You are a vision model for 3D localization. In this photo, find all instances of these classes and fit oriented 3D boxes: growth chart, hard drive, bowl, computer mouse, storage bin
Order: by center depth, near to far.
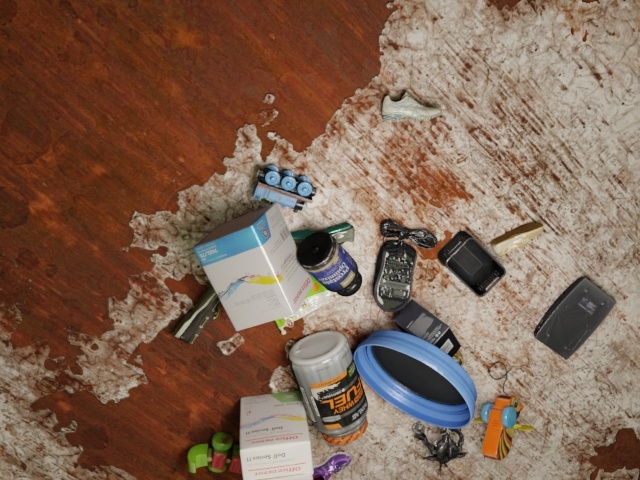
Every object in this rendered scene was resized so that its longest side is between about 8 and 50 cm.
[{"bbox_3d":[0.284,0.415,1.714,0.391,0.391,0.077,48,57,-17],"label":"bowl"},{"bbox_3d":[0.238,0.086,1.755,0.188,0.072,0.272,16,91,-10],"label":"computer mouse"},{"bbox_3d":[-0.062,0.165,1.757,0.237,0.021,0.172,-32,106,1],"label":"growth chart"},{"bbox_3d":[0.469,0.073,1.769,0.180,0.084,0.122,42,97,-15],"label":"storage bin"},{"bbox_3d":[0.836,0.254,1.886,0.172,0.054,0.254,34,99,-15],"label":"hard drive"}]

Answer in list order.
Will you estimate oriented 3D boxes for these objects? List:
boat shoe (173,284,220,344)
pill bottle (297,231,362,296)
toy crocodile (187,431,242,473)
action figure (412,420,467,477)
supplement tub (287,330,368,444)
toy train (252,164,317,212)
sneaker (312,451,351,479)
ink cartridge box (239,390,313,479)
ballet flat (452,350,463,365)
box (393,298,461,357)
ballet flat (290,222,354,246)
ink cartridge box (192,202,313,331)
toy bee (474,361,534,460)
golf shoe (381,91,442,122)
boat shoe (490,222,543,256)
[{"bbox_3d":[-0.346,0.217,1.705,0.069,0.081,0.228,37,105,-19],"label":"boat shoe"},{"bbox_3d":[0.035,0.076,1.657,0.123,0.123,0.219,-40,136,5],"label":"pill bottle"},{"bbox_3d":[-0.258,0.709,1.841,0.341,0.105,0.115,12,104,-11],"label":"toy crocodile"},{"bbox_3d":[0.403,0.630,1.894,0.164,0.141,0.275,0,90,-10],"label":"action figure"},{"bbox_3d":[0.033,0.457,1.763,0.194,0.193,0.316,-19,108,-2],"label":"supplement tub"},{"bbox_3d":[-0.104,-0.145,1.635,0.184,0.080,0.105,18,112,-14],"label":"toy train"},{"bbox_3d":[0.030,0.778,1.918,0.170,0.071,0.068,-30,108,1],"label":"sneaker"},{"bbox_3d":[-0.135,0.597,1.696,0.207,0.353,0.119,-6,107,-6],"label":"ink cartridge box"},{"bbox_3d":[0.356,0.372,1.845,0.232,0.073,0.080,5,105,-9],"label":"ballet flat"},{"bbox_3d":[0.326,0.283,1.735,0.093,0.158,0.156,-48,140,-8],"label":"box"},{"bbox_3d":[0.000,0.000,1.692,0.213,0.072,0.068,-10,112,-5],"label":"ballet flat"},{"bbox_3d":[-0.178,0.074,1.586,0.197,0.198,0.270,-19,104,22],"label":"ink cartridge box"},{"bbox_3d":[0.629,0.584,1.900,0.162,0.195,0.298,26,90,-38],"label":"toy bee"},{"bbox_3d":[0.262,-0.382,1.622,0.176,0.069,0.086,-4,100,-8],"label":"golf shoe"},{"bbox_3d":[0.620,-0.002,1.783,0.170,0.063,0.059,-23,110,9],"label":"boat shoe"}]
